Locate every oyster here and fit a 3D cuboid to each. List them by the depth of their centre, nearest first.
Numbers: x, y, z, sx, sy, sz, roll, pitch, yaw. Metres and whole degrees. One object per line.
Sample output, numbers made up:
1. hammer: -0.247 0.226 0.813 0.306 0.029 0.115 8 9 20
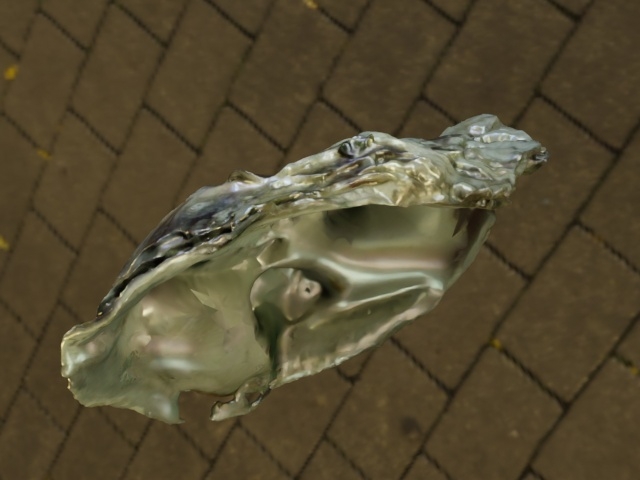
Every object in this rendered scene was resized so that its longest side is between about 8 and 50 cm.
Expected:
1. oyster: 0.002 0.002 0.608 0.252 0.199 0.087 -43 62 -7
